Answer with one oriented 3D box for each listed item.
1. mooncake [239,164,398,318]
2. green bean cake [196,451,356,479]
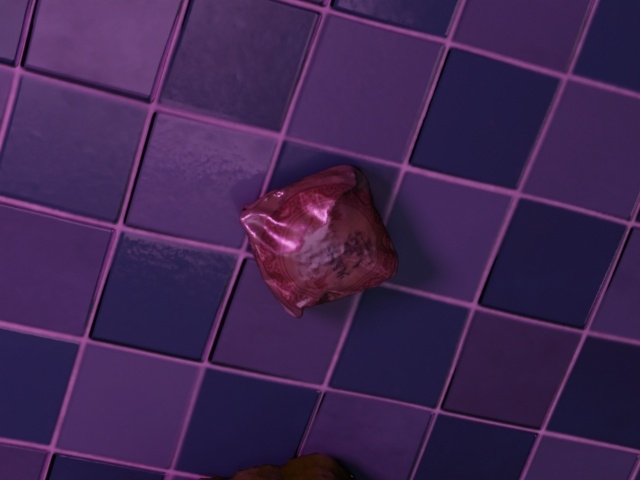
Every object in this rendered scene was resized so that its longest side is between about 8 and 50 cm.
[{"bbox_3d":[0.000,0.000,1.393,0.130,0.073,0.125,-25,114,-2],"label":"mooncake"},{"bbox_3d":[-0.079,0.404,1.473,0.319,0.218,0.335,-15,117,-5],"label":"green bean cake"}]
